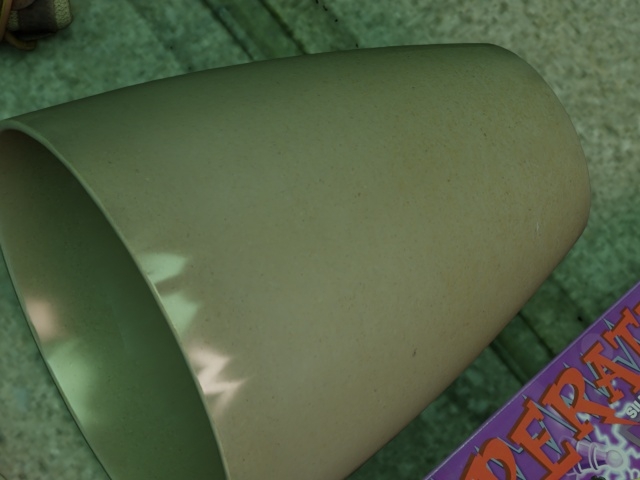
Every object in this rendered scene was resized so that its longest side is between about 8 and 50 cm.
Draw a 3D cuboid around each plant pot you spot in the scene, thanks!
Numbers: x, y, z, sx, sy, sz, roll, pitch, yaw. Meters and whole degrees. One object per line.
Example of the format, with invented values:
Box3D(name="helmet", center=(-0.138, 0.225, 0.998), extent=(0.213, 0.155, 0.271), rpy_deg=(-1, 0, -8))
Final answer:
Box3D(name="plant pot", center=(0.000, 0.000, 0.959), extent=(0.274, 0.256, 0.256), rpy_deg=(-27, 79, -23))

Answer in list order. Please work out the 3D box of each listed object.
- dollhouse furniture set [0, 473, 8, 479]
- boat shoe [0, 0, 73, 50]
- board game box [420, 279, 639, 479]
Box3D(name="dollhouse furniture set", center=(-0.395, 0.239, 0.840), extent=(0.256, 0.362, 0.394), rpy_deg=(38, 110, 5))
Box3D(name="boat shoe", center=(-0.191, -0.170, 1.040), extent=(0.342, 0.123, 0.123), rpy_deg=(-42, 84, -13))
Box3D(name="board game box", center=(0.203, 0.132, 0.947), extent=(0.208, 0.056, 0.347), rpy_deg=(43, 58, 13))
